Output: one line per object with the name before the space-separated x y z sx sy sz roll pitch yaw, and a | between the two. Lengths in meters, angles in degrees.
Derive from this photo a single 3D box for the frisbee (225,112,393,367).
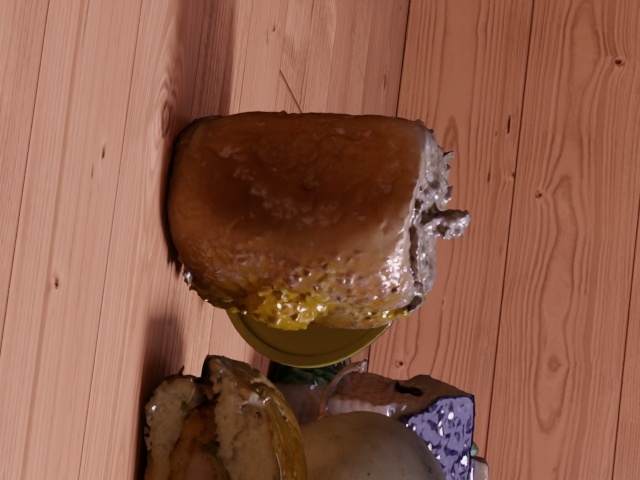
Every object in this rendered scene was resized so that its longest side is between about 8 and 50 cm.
frisbee | 0.000 0.000 1.751 0.017 0.236 0.236 20 74 -53

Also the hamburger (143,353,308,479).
hamburger | -0.081 0.241 1.621 0.211 0.132 0.309 -25 120 -80

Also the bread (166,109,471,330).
bread | 0.001 -0.011 1.597 0.195 0.246 0.176 32 62 -80

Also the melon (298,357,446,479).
melon | 0.031 0.331 2.139 0.272 0.272 0.308 88 -8 -52

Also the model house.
model house | 0.075 0.253 2.438 0.298 0.284 0.243 -51 152 -79
